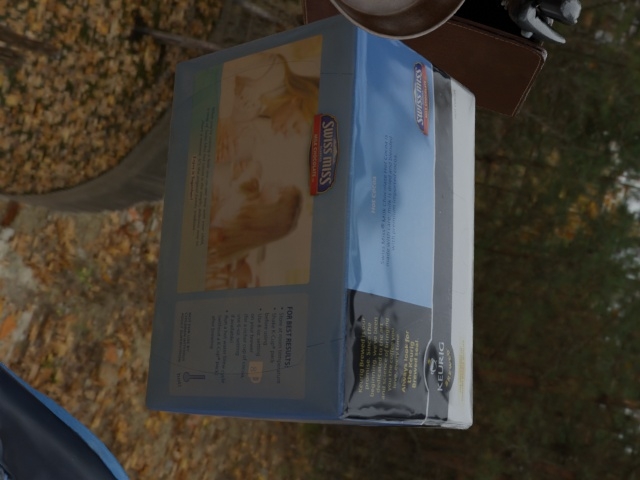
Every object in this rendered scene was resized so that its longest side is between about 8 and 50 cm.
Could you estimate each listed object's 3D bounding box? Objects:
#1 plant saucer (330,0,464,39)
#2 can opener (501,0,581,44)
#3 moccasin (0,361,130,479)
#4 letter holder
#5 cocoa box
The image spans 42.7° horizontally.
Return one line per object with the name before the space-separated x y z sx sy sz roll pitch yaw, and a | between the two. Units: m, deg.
plant saucer | 0.045 -0.216 0.527 0.168 0.029 0.168 -12 110 -35
can opener | 0.246 -0.242 0.894 0.059 0.073 0.186 -52 163 16
moccasin | -0.193 0.098 0.336 0.138 0.342 0.117 -40 -173 15
letter holder | 0.141 -0.300 1.042 0.214 0.302 0.152 75 33 -78
cocoa box | 0.000 0.000 0.791 0.228 0.231 0.347 18 71 -51
